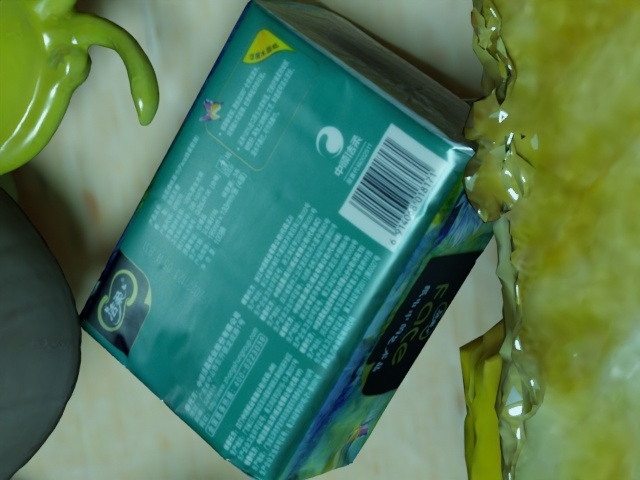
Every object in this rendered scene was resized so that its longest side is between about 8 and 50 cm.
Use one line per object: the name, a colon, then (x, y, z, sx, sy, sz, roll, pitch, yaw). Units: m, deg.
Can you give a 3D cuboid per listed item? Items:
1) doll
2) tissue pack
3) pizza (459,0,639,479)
doll: (-0.113, -0.002, 0.475, 0.188, 0.096, 0.145, -37, 78, 5)
tissue pack: (0.001, -0.001, 0.483, 0.085, 0.079, 0.111, 38, 110, 24)
pizza: (0.200, -0.024, 0.412, 0.391, 0.080, 0.435, -8, 104, -13)
